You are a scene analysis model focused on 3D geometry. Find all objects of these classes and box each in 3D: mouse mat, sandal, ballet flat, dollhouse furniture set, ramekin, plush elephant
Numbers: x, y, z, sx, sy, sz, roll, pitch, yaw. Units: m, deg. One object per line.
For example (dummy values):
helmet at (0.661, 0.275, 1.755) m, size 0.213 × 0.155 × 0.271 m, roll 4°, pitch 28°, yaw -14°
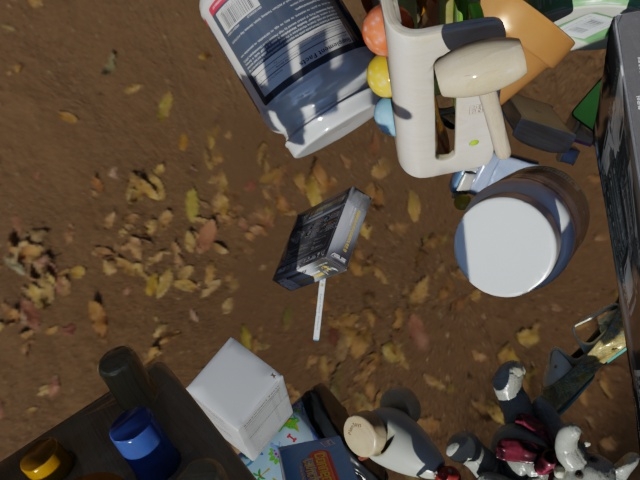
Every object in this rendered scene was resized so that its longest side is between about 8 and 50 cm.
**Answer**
mouse mat at (0.648, -0.283, 1.712) m, size 0.153 × 0.007 × 0.190 m, roll -50°, pitch 47°, yaw 14°
sandal at (0.311, -0.290, 1.913) m, size 0.180 × 0.072 × 0.049 m, roll -2°, pitch 74°, yaw 5°
ballet flat at (0.568, 0.247, 1.735) m, size 0.123 × 0.123 × 0.348 m, roll 45°, pitch 103°, yaw 10°
dollhouse furniture set at (0.496, -0.160, 1.910) m, size 0.286 × 0.198 × 0.303 m, roll 16°, pitch 119°, yaw -10°
ramekin at (0.561, -0.506, 1.656) m, size 0.303 × 0.303 × 0.148 m, roll 2°, pitch 84°, yaw 10°
plush elephant at (0.452, 0.434, 1.559) m, size 0.272 × 0.255 × 0.330 m, roll -37°, pitch 105°, yaw -36°

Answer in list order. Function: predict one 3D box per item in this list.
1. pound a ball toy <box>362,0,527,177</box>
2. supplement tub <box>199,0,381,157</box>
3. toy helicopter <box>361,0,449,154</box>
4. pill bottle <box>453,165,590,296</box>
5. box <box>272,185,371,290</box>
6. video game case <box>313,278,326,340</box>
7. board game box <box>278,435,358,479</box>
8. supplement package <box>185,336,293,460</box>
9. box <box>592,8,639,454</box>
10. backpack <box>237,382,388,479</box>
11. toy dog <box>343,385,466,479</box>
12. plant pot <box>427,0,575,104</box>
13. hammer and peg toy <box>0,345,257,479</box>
pound a ball toy at (0.118, -0.162, 0.836) m, size 0.135 × 0.319 × 0.208 m, roll -9°, pitch 66°, yaw 5°
supplement tub at (-0.036, -0.280, 1.173) m, size 0.191 × 0.191 × 0.272 m, roll -31°, pitch 90°, yaw 7°
toy helicopter at (0.147, -0.273, 1.262) m, size 0.140 × 0.235 × 0.355 m, roll -7°, pitch 113°, yaw 24°
pill bottle at (0.374, -0.021, 1.475) m, size 0.204 × 0.361 × 0.204 m, roll 5°, pitch 103°, yaw 24°
box at (0.000, 0.000, 1.727) m, size 0.056 × 0.231 × 0.183 m, roll 33°, pitch 60°, yaw -22°
video game case at (0.001, 0.134, 1.808) m, size 0.015 × 0.119 × 0.166 m, roll 6°, pitch 92°, yaw 2°
board game box at (0.027, 0.435, 0.941) m, size 0.086 × 0.308 × 0.302 m, roll -9°, pitch 101°, yaw -7°
supplement package at (-0.154, 0.318, 1.586) m, size 0.134 × 0.244 × 0.139 m, roll 34°, pitch 68°, yaw 19°
box at (0.252, 0.028, 0.551) m, size 0.076 × 0.242 × 0.308 m, roll -7°, pitch 79°, yaw 15°
backpack at (-0.072, 0.550, 1.853) m, size 0.355 × 0.273 × 0.290 m, roll -38°, pitch 74°, yaw 13°
toy dog at (0.170, 0.436, 1.491) m, size 0.334 × 0.220 × 0.161 m, roll 60°, pitch 140°, yaw 43°
plant pot at (0.293, -0.368, 1.488) m, size 0.291 × 0.291 × 0.203 m, roll 38°, pitch 108°, yaw 10°
hammer and peg toy at (-0.151, 0.241, 0.585) m, size 0.266 × 0.361 × 0.127 m, roll -33°, pitch 124°, yaw -18°
